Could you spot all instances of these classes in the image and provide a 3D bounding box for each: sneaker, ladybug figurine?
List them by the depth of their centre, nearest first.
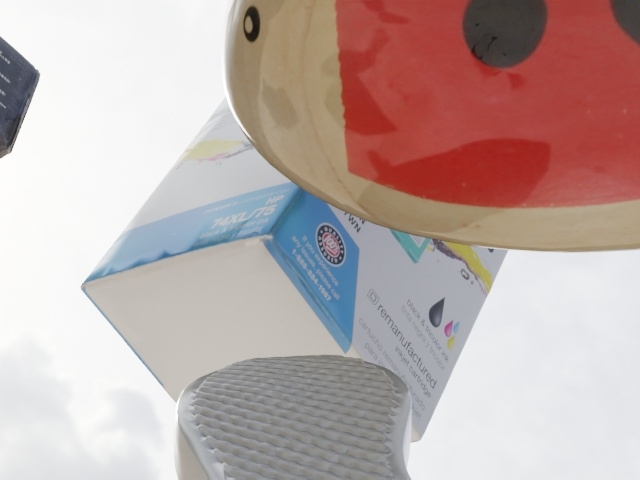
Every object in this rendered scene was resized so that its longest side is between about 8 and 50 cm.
[{"bbox_3d":[-0.009,0.170,0.666,0.135,0.366,0.150,1,-75,-4],"label":"sneaker"},{"bbox_3d":[0.152,-0.146,0.766,0.449,0.305,0.162,-2,-35,10],"label":"ladybug figurine"}]

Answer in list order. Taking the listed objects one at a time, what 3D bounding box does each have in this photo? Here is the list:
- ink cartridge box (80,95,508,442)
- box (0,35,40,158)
[{"bbox_3d":[0.000,0.000,1.012,0.197,0.270,0.198,-15,-58,39],"label":"ink cartridge box"},{"bbox_3d":[-0.444,-0.146,0.893,0.318,0.097,0.395,-23,-49,33],"label":"box"}]
